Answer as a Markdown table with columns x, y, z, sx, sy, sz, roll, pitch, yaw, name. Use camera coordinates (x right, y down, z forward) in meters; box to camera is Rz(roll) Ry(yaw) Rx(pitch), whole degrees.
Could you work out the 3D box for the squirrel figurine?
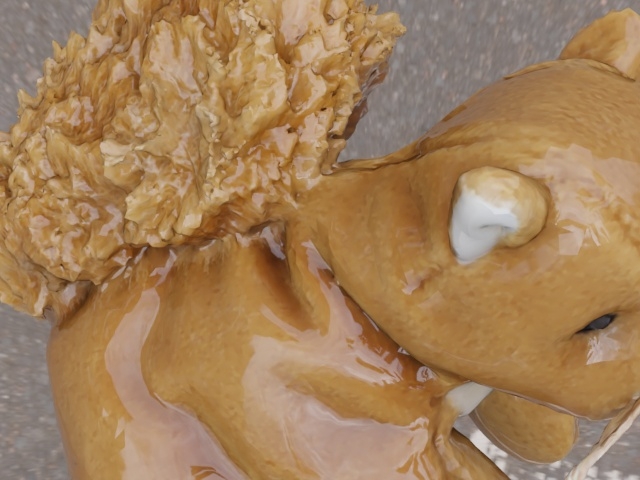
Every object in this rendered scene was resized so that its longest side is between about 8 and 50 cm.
| x | y | z | sx | sy | sz | roll | pitch | yaw | name |
| --- | --- | --- | --- | --- | --- | --- | --- | --- | --- |
| 0.000 | 0.000 | 0.674 | 0.397 | 0.370 | 0.281 | 51 | 48 | 0 | squirrel figurine |
